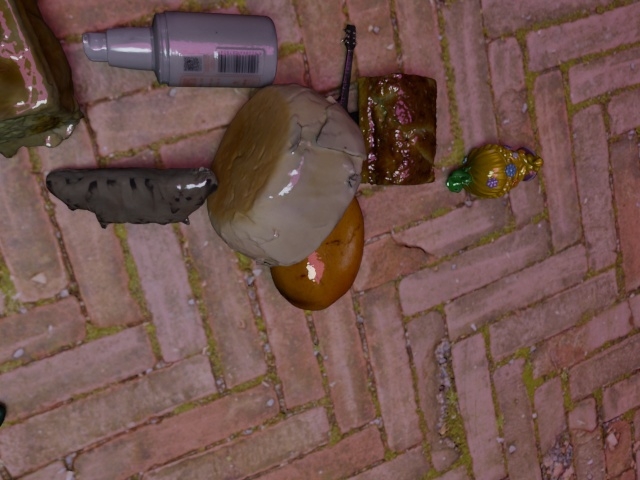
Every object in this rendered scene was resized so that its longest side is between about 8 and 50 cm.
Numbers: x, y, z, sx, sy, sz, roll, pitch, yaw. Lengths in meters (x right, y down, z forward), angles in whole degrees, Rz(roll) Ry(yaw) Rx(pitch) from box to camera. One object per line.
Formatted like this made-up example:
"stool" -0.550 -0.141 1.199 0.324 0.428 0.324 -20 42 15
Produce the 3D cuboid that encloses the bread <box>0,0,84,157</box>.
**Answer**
"bread" -0.412 -0.227 0.637 0.196 0.238 0.252 -15 98 -4

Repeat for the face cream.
"face cream" -0.190 -0.262 0.768 0.251 0.101 0.101 -4 100 -18

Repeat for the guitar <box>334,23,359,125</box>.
"guitar" 0.034 -0.225 0.892 0.088 0.025 0.233 5 96 -21

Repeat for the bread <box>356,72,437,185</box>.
"bread" 0.126 -0.173 0.890 0.132 0.103 0.172 -6 98 -39

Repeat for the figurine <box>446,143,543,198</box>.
"figurine" 0.302 -0.120 0.958 0.156 0.115 0.095 -9 91 -16

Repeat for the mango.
"mango" 0.000 0.000 0.869 0.145 0.112 0.219 14 90 -20

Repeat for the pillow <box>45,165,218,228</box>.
"pillow" -0.258 -0.057 0.776 0.241 0.051 0.093 -1 124 4

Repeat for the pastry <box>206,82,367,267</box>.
"pastry" -0.055 -0.089 0.766 0.133 0.265 0.265 28 89 -34

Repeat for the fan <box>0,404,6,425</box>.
"fan" -0.515 0.230 0.762 0.155 0.039 0.082 19 92 -22
